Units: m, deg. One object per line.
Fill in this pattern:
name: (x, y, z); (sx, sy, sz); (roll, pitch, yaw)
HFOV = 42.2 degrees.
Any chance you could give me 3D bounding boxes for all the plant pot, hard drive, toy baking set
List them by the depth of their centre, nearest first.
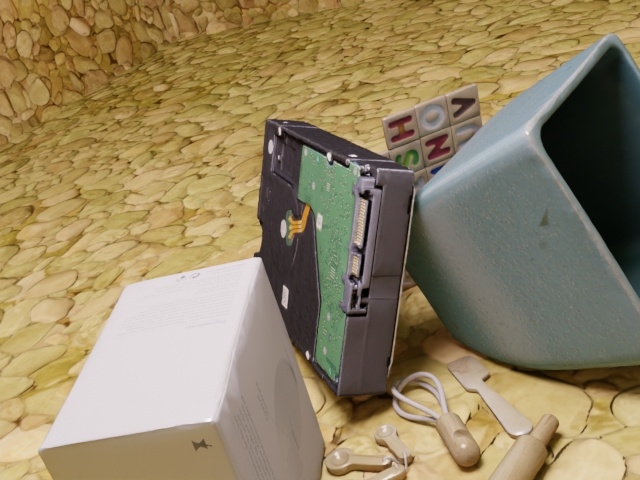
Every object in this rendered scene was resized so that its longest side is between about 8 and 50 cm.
toy baking set: (0.112, 0.184, 0.763); (0.197, 0.030, 0.256); (10, 37, 44)
plant pot: (0.223, -0.015, 0.860); (0.252, 0.247, 0.248); (-26, 12, 47)
hard drive: (0.000, 0.000, 0.946); (0.064, 0.236, 0.339); (1, 15, -20)

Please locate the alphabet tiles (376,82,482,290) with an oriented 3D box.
alphabet tiles: (0.149, -0.061, 0.992); (0.198, 0.237, 0.009); (-22, 34, -9)

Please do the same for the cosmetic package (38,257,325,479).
cosmetic package: (-0.094, 0.173, 0.690); (0.138, 0.224, 0.224); (-13, 26, 9)
